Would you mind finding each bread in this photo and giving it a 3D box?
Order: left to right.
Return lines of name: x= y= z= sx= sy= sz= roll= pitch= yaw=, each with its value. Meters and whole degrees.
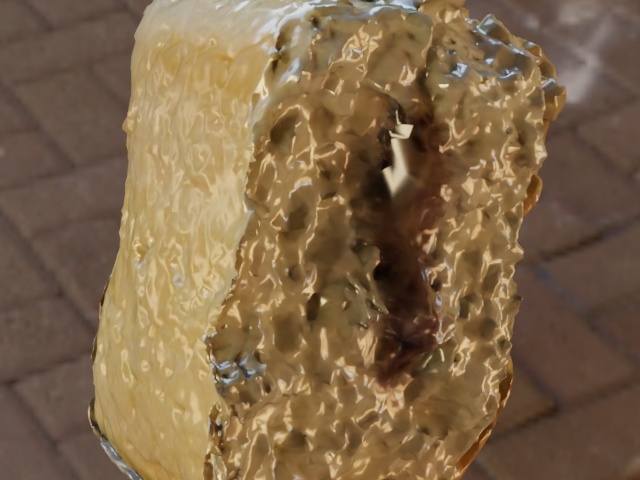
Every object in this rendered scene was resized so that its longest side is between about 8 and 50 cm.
bread: x=-0.001 y=0.001 z=0.431 sx=0.082 sy=0.125 sz=0.106 roll=7 pitch=8 yaw=-21
